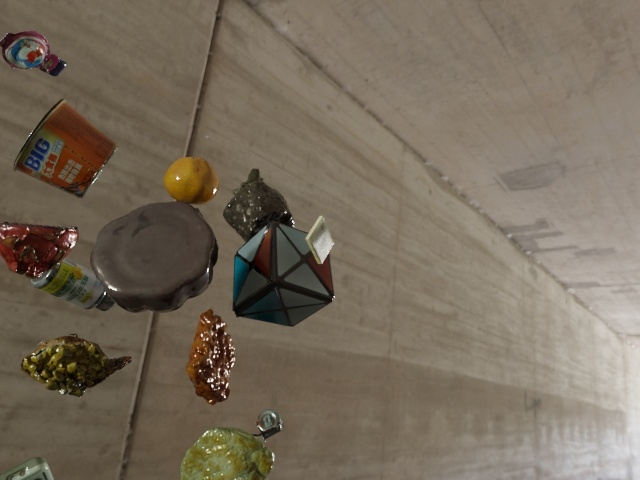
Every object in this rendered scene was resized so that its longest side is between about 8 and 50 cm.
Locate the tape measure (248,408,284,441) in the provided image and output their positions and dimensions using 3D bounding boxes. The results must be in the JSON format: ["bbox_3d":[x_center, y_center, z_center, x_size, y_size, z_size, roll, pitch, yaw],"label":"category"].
[{"bbox_3d":[-0.218,0.700,1.813,0.104,0.107,0.180,-36,-31,5],"label":"tape measure"}]

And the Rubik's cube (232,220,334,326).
[{"bbox_3d":[-0.125,0.118,1.560,0.248,0.250,0.246,21,-42,-33],"label":"Rubik's cube"}]

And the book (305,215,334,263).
[{"bbox_3d":[0.001,0.000,1.204,0.014,0.077,0.111,15,-30,30],"label":"book"}]

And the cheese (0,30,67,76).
[{"bbox_3d":[-0.604,-0.391,0.994,0.095,0.038,0.145,-40,-14,9],"label":"cheese"}]

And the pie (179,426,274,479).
[{"bbox_3d":[-0.268,0.663,1.332,0.257,0.274,0.105,14,6,-3],"label":"pie"}]

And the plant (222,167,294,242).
[{"bbox_3d":[-0.251,-0.127,1.797,0.215,0.312,0.213,-43,-31,14],"label":"plant"}]

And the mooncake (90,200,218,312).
[{"bbox_3d":[-0.414,0.046,1.211,0.306,0.306,0.154,7,-28,-1],"label":"mooncake"}]

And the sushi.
[{"bbox_3d":[-0.795,0.402,1.532,0.296,0.167,0.179,34,-20,-34],"label":"sushi"}]

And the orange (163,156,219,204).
[{"bbox_3d":[-0.375,-0.178,1.382,0.159,0.136,0.159,13,13,-3],"label":"orange"}]

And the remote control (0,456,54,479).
[{"bbox_3d":[-0.770,0.667,1.241,0.128,0.065,0.335,-23,-32,-36],"label":"remote control"}]

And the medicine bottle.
[{"bbox_3d":[-0.909,0.168,1.767,0.141,0.141,0.293,-4,-30,31],"label":"medicine bottle"}]

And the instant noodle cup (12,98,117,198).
[{"bbox_3d":[-0.827,-0.287,1.559,0.214,0.296,0.296,35,-28,-24],"label":"instant noodle cup"}]

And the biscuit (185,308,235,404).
[{"bbox_3d":[-0.436,0.484,1.926,0.110,0.312,0.318,-8,-46,10],"label":"biscuit"}]

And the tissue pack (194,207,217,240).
[{"bbox_3d":[-0.602,0.028,1.784,0.370,0.198,0.210,-28,-10,-47],"label":"tissue pack"}]

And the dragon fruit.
[{"bbox_3d":[-0.785,0.027,1.287,0.224,0.148,0.218,4,2,-14],"label":"dragon fruit"}]
